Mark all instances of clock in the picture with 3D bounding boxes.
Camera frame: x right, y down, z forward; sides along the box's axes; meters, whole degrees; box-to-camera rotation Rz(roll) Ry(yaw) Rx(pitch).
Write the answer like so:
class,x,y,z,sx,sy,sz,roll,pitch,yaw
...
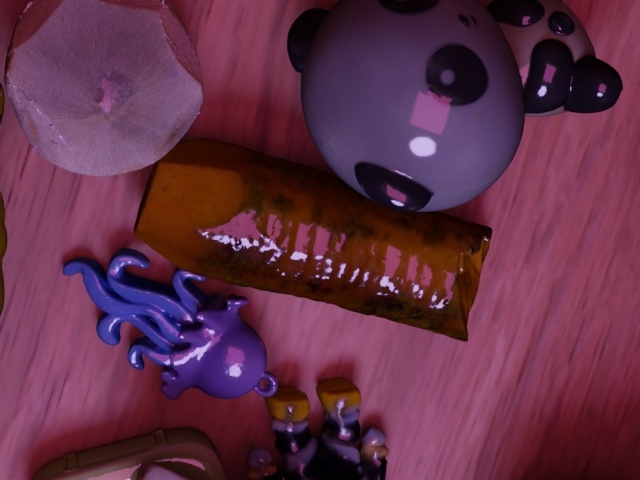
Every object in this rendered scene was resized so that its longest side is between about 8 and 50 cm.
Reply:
class,x,y,z,sx,sy,sz,roll,pitch,yaw
clock,-0.147,0.285,1.672,0.170,0.069,0.232,-14,104,-6

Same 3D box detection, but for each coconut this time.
class,x,y,z,sx,sy,sz,roll,pitch,yaw
coconut,-0.171,-0.133,1.536,0.161,0.162,0.161,-2,102,-8

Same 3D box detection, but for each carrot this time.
class,x,y,z,sx,sy,sz,roll,pitch,yaw
carrot,0.000,0.000,1.613,0.302,0.114,0.114,15,99,-11

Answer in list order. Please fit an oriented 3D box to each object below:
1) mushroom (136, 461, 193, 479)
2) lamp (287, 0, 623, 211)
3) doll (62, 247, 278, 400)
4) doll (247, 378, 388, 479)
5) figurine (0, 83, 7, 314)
class,x,y,z,sx,sy,sz,roll,pitch,yaw
mushroom,-0.075,0.379,1.574,0.154,0.137,0.407,0,91,-27
lamp,0.103,-0.127,1.568,0.244,0.198,0.198,-19,104,-19
doll,-0.123,0.069,1.637,0.206,0.067,0.110,34,110,-1
doll,0.005,0.280,1.671,0.145,0.103,0.316,-10,96,-44
figurine,-0.329,-0.059,1.524,0.169,0.218,0.327,-4,110,-15
